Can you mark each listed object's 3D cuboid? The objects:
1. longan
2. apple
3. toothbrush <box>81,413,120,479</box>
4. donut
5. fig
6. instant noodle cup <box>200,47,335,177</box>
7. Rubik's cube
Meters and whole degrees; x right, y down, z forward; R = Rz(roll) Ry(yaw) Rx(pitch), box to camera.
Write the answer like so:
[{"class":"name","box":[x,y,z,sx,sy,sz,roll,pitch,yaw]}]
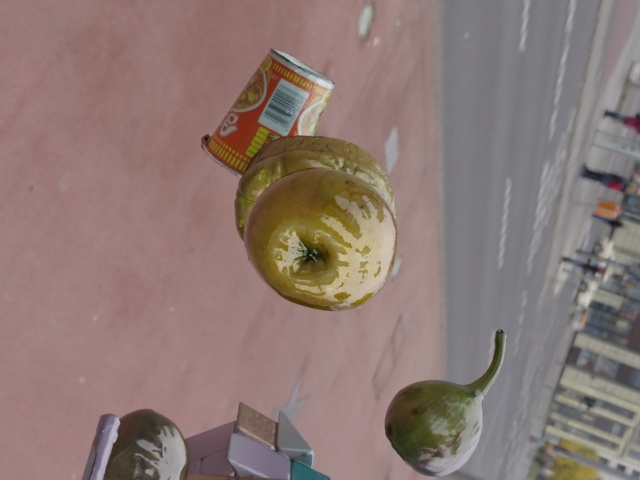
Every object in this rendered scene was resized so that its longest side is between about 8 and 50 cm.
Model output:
[{"class":"longan","box":[-0.324,0.399,1.659,0.167,0.167,0.187,-48,156,-50]},{"class":"apple","box":[0.000,0.000,1.068,0.155,0.182,0.182,-43,150,-76]},{"class":"toothbrush","box":[-0.203,0.300,0.688,0.024,0.029,0.354,126,-21,-54]},{"class":"donut","box":[-0.004,-0.069,1.461,0.128,0.261,0.208,-85,-168,-50]},{"class":"fig","box":[0.203,0.231,1.319,0.245,0.149,0.149,-42,155,-11]},{"class":"instant noodle cup","box":[-0.082,-0.216,1.588,0.212,0.193,0.193,-61,164,13]},{"class":"Rubik's cube","box":[-0.152,0.583,1.953,0.387,0.368,0.358,59,17,-27]}]
